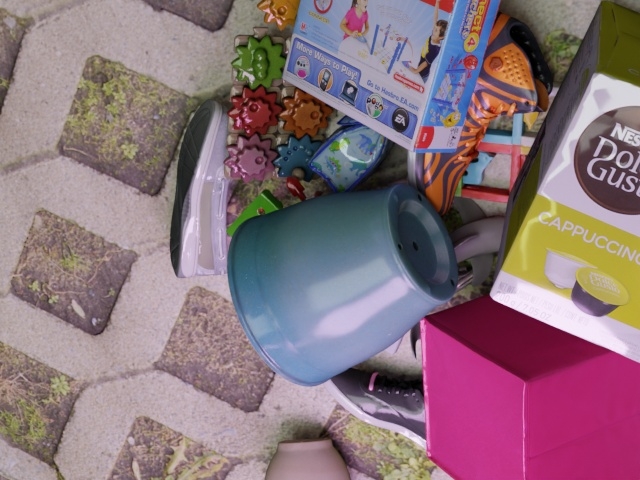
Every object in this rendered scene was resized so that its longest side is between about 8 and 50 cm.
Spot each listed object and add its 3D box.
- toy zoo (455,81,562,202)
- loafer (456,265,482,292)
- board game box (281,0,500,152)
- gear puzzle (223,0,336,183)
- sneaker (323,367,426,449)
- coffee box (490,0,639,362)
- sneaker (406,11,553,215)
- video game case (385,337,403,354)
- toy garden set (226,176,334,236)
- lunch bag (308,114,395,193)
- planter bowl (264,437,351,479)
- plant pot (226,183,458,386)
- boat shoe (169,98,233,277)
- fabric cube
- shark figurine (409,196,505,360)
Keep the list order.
[{"bbox_3d":[0.292,-0.147,1.788,0.293,0.030,0.192,8,115,19],"label":"toy zoo"},{"bbox_3d":[0.208,0.067,1.914,0.125,0.045,0.039,-38,87,34],"label":"loafer"},{"bbox_3d":[0.099,-0.315,1.651,0.308,0.086,0.302,35,118,43],"label":"board game box"},{"bbox_3d":[-0.052,-0.239,1.831,0.175,0.044,0.339,0,117,-13],"label":"gear puzzle"},{"bbox_3d":[0.153,0.248,1.989,0.296,0.104,0.147,28,119,2],"label":"sneaker"},{"bbox_3d":[0.449,-0.068,1.558,0.338,0.338,0.334,23,118,3],"label":"coffee box"},{"bbox_3d":[0.230,-0.170,1.712,0.180,0.124,0.321,13,117,19],"label":"sneaker"},{"bbox_3d":[0.078,0.064,1.963,0.183,0.023,0.201,30,121,16],"label":"video game case"},{"bbox_3d":[0.000,0.000,1.922,0.244,0.049,0.204,43,126,-3],"label":"toy garden set"},{"bbox_3d":[0.070,-0.156,1.819,0.096,0.129,0.151,47,122,-4],"label":"lunch bag"},{"bbox_3d":[-0.026,0.406,2.110,0.162,0.162,0.109,-8,83,25],"label":"planter bowl"},{"bbox_3d":[0.047,0.044,1.733,0.255,0.271,0.271,-25,102,30],"label":"plant pot"},{"bbox_3d":[-0.180,-0.081,1.976,0.103,0.118,0.320,1,117,-20],"label":"boat shoe"},{"bbox_3d":[0.324,0.226,1.755,0.254,0.258,0.259,33,133,55],"label":"fabric cube"},{"bbox_3d":[0.201,0.037,1.824,0.278,0.116,0.166,-45,84,7],"label":"shark figurine"}]
